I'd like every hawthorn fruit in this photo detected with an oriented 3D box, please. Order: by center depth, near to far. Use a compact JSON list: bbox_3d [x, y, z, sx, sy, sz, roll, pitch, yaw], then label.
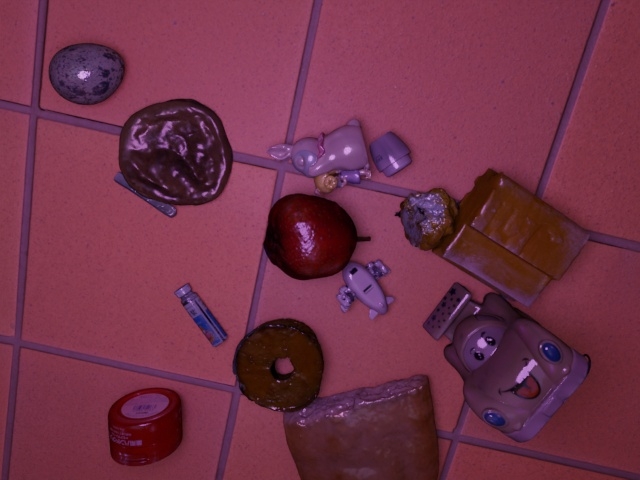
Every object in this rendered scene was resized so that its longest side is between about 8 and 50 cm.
[{"bbox_3d":[0.000,0.000,0.986,0.266,0.230,0.210,8,66,-21],"label":"hawthorn fruit"}]

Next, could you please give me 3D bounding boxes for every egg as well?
[{"bbox_3d":[-0.553,-0.399,0.956,0.172,0.132,0.132,-27,99,-5],"label":"egg"}]

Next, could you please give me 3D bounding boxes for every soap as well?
[{"bbox_3d":[0.468,-0.001,1.008,0.281,0.143,0.259,29,103,-9],"label":"soap"}]

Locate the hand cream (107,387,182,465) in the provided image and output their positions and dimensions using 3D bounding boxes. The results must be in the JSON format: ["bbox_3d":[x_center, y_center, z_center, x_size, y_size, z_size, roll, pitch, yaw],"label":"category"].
[{"bbox_3d":[-0.481,0.508,1.108,0.193,0.193,0.125,0,99,2],"label":"hand cream"}]

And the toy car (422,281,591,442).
[{"bbox_3d":[0.410,0.259,0.956,0.227,0.336,0.242,33,101,-3],"label":"toy car"}]

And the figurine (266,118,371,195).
[{"bbox_3d":[-0.003,-0.195,0.991,0.236,0.127,0.155,-12,111,9],"label":"figurine"}]

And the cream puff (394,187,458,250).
[{"bbox_3d":[0.277,-0.053,1.000,0.156,0.156,0.121,-23,135,6],"label":"cream puff"}]

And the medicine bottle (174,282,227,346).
[{"bbox_3d":[-0.331,0.207,1.113,0.051,0.051,0.191,-32,98,8],"label":"medicine bottle"}]

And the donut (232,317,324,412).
[{"bbox_3d":[-0.106,0.335,1.110,0.273,0.107,0.271,1,105,5],"label":"donut"}]

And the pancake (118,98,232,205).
[{"bbox_3d":[-0.372,-0.224,1.022,0.295,0.049,0.293,0,96,-2],"label":"pancake"}]

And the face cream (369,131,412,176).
[{"bbox_3d":[0.173,-0.213,0.993,0.091,0.091,0.095,-33,91,8],"label":"face cream"}]

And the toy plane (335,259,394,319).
[{"bbox_3d":[0.121,0.130,1.069,0.174,0.080,0.173,0,90,-12],"label":"toy plane"}]

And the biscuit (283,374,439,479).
[{"bbox_3d":[0.124,0.622,1.155,0.430,0.104,0.445,-9,100,3],"label":"biscuit"}]

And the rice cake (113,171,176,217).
[{"bbox_3d":[-0.461,-0.119,1.060,0.180,0.042,0.030,34,74,-5],"label":"rice cake"}]
